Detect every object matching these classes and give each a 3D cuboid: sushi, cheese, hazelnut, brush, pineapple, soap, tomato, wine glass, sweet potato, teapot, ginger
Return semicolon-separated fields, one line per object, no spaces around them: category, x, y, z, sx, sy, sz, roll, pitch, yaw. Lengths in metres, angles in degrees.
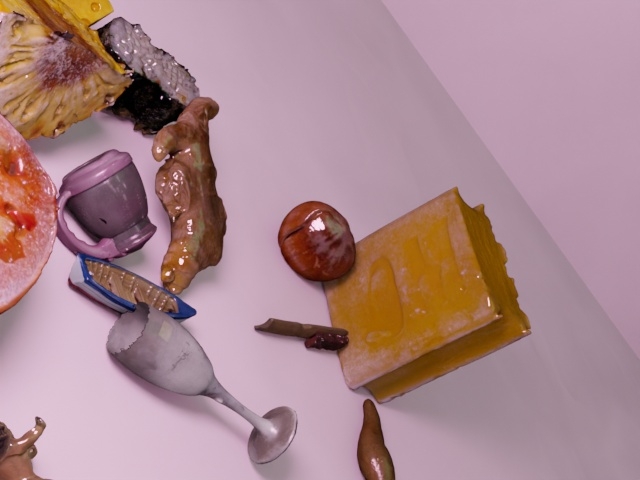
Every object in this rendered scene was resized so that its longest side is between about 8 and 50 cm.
sushi;-0.299;-0.254;1.969;0.212;0.115;0.147;37;31;-40
cheese;-0.431;-0.343;1.872;0.171;0.126;0.093;-41;106;-46
hazelnut;0.000;0.000;2.226;0.154;0.143;0.143;60;25;-2
brush;-0.026;0.164;2.101;0.248;0.043;0.036;17;41;-57
pineapple;-0.464;-0.273;1.662;0.286;0.209;0.344;45;9;22
soap;0.185;0.102;2.228;0.156;0.335;0.294;27;42;-48
tomato;-0.470;-0.043;1.386;0.338;0.143;0.338;39;36;-37
wine glass;-0.102;0.167;1.695;0.309;0.264;0.096;43;32;-32
sweet potato;0.093;0.361;2.097;0.250;0.059;0.069;-98;167;-45
teapot;-0.302;-0.044;1.738;0.146;0.116;0.148;61;21;-13
ginger;-0.203;-0.078;1.896;0.166;0.080;0.333;17;72;-62

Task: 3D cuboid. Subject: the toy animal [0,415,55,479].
toy animal;-0.333;0.262;1.402;0.220;0.069;0.086;44;50;-19

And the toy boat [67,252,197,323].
toy boat;-0.267;0.081;1.736;0.229;0.046;0.080;30;24;-48
